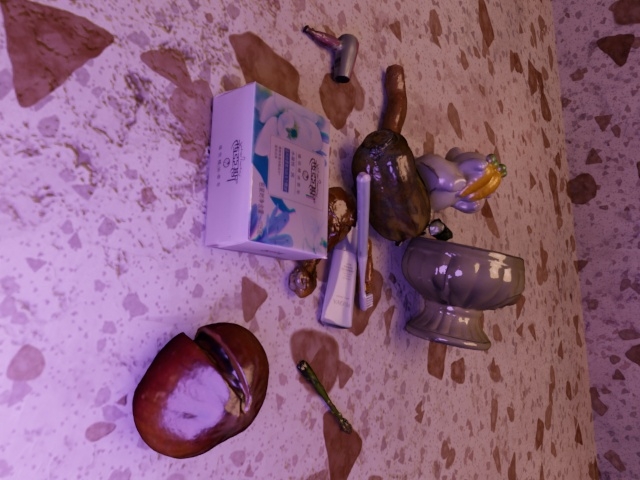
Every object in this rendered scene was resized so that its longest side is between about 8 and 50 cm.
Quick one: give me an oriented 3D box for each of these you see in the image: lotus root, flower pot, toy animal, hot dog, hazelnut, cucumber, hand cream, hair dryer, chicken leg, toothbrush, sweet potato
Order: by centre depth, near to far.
[{"bbox_3d":[-0.163,0.220,0.761,0.204,0.178,0.178,-26,106,-33],"label":"hazelnut"},{"bbox_3d":[-0.001,0.001,1.079,0.107,0.087,0.251,40,61,-30],"label":"chicken leg"},{"bbox_3d":[0.094,0.013,1.129,0.030,0.025,0.342,-20,126,-22],"label":"toothbrush"},{"bbox_3d":[0.047,0.062,1.146,0.079,0.048,0.255,15,71,-26],"label":"hand cream"},{"bbox_3d":[0.019,-0.437,1.199,0.154,0.054,0.106,24,70,-36],"label":"hair dryer"},{"bbox_3d":[0.107,0.061,1.240,0.044,0.028,0.137,28,62,-54],"label":"hot dog"},{"bbox_3d":[0.165,-0.125,1.241,0.160,0.152,0.275,-54,134,-44],"label":"lotus root"},{"bbox_3d":[0.344,0.132,1.334,0.307,0.307,0.244,10,93,-50],"label":"flower pot"},{"bbox_3d":[0.308,-0.023,1.354,0.044,0.043,0.256,52,12,16],"label":"cucumber"},{"bbox_3d":[0.192,-0.318,1.374,0.067,0.059,0.281,17,70,-36],"label":"sweet potato"},{"bbox_3d":[0.359,-0.159,1.437,0.310,0.247,0.183,-19,117,-36],"label":"toy animal"}]

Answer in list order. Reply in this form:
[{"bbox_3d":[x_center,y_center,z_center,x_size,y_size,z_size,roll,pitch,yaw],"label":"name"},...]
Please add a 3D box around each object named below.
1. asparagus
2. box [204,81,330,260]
[{"bbox_3d":[0.015,0.330,1.091,0.022,0.023,0.233,-31,116,-1],"label":"asparagus"},{"bbox_3d":[-0.088,-0.111,0.951,0.203,0.116,0.274,15,73,-50],"label":"box"}]
